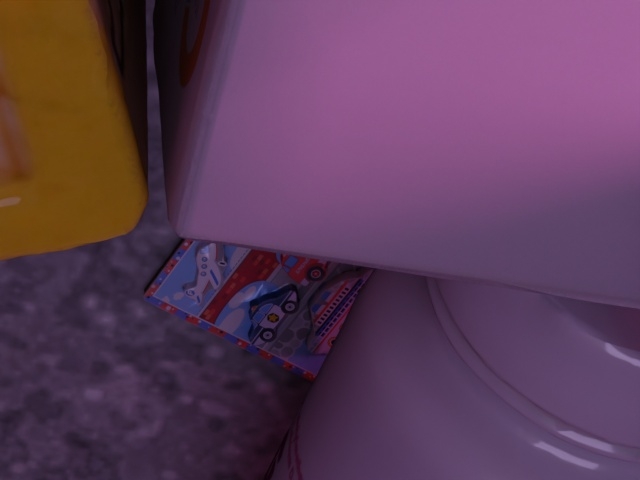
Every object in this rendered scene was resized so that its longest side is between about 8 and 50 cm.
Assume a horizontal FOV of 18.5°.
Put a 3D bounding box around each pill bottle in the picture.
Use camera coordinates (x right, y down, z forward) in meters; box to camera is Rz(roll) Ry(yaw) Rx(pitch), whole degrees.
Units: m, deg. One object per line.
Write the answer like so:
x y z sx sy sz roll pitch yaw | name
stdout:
0.068 0.091 0.760 0.160 0.160 0.283 14 132 -14 | pill bottle

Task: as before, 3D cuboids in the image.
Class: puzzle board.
0.000 0.000 0.814 0.096 0.011 0.128 28 118 -22 | puzzle board

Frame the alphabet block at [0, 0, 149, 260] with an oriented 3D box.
-0.162 -0.112 0.610 0.192 0.197 0.193 -13 124 2 | alphabet block

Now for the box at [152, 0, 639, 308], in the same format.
0.067 -0.185 0.572 0.168 0.215 0.345 9 123 -12 | box
